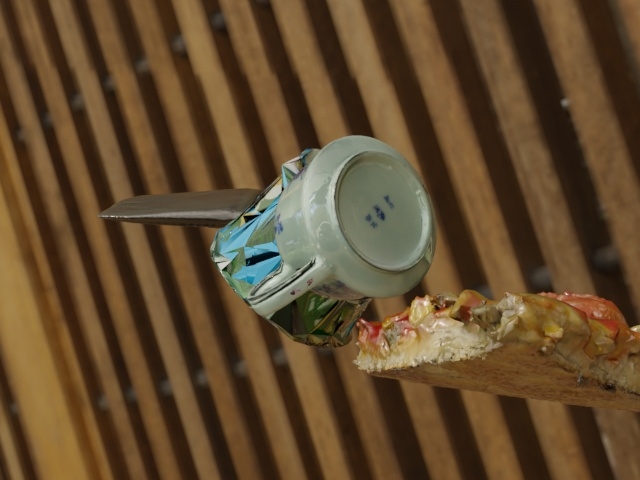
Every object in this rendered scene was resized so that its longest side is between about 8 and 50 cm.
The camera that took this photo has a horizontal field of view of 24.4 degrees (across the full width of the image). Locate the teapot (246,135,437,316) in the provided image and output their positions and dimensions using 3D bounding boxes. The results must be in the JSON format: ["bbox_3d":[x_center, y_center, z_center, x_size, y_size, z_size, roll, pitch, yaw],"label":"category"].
[{"bbox_3d":[0.016,-0.007,1.428,0.159,0.159,0.232,-22,20,49],"label":"teapot"}]

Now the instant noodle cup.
[{"bbox_3d":[0.000,0.000,1.926,0.178,0.240,0.240,-52,-19,23],"label":"instant noodle cup"}]

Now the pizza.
[{"bbox_3d":[0.246,0.107,1.637,0.440,0.130,0.406,7,-12,7],"label":"pizza"}]

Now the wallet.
[{"bbox_3d":[-0.216,-0.046,2.343,0.245,0.052,0.168,-1,11,12],"label":"wallet"}]
